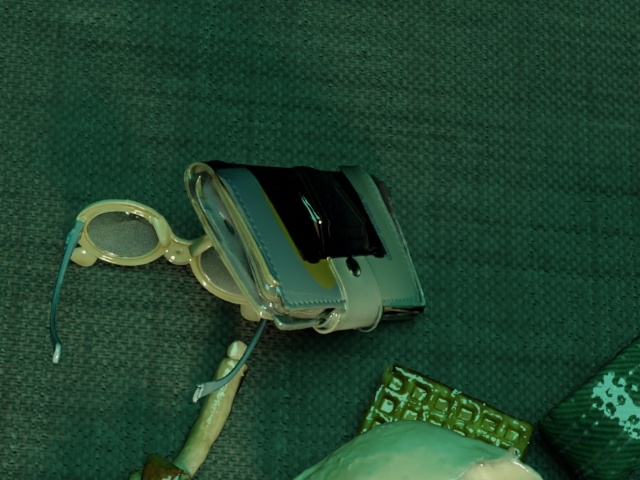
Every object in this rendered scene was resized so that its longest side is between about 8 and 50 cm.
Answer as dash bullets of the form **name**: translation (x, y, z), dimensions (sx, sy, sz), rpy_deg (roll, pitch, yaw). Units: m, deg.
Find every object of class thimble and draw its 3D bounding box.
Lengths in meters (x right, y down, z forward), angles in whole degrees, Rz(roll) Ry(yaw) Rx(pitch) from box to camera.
- **thimble**: translation (0.262, 0.150, 1.731), dimensions (0.090, 0.118, 0.135), rpy_deg (49, 51, 7)

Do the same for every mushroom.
- **mushroom**: translation (-0.111, 0.165, 1.692), dimensions (0.061, 0.060, 0.187), rpy_deg (18, 56, 14)

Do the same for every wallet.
- **wallet**: translation (0.000, 0.000, 1.713), dimensions (0.231, 0.069, 0.170), rpy_deg (1, 57, -50)

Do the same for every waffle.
- **waffle**: translation (0.104, 0.181, 1.728), dimensions (0.148, 0.042, 0.102), rpy_deg (24, 66, 0)

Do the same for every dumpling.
- **dumpling**: translation (0.076, 0.235, 1.644), dimensions (0.215, 0.166, 0.126), rpy_deg (-23, 30, -5)

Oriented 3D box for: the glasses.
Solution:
- **glasses**: translation (-0.131, 0.043, 1.653), dimensions (0.189, 0.088, 0.220), rpy_deg (18, 20, -3)
